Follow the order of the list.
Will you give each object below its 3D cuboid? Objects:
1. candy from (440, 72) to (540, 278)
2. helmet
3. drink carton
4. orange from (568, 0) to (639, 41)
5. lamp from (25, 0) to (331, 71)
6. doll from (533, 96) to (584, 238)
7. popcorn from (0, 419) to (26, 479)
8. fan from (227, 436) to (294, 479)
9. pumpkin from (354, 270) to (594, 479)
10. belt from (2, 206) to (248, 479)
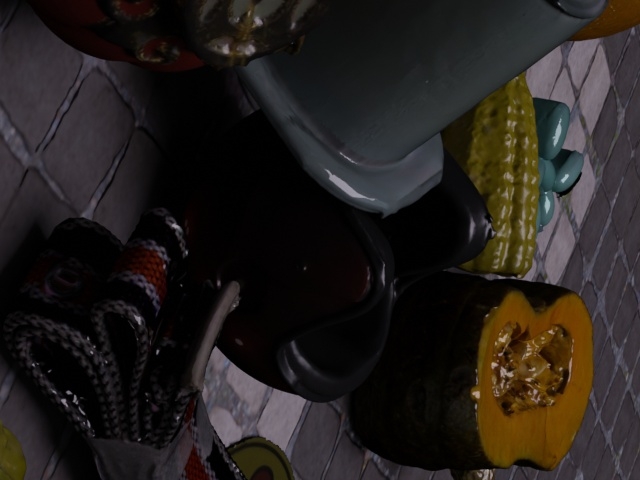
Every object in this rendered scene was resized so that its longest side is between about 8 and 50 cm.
[{"bbox_3d":[0.149,-0.068,1.645,0.094,0.106,0.199,19,79,-82],"label":"candy"},{"bbox_3d":[0.000,0.000,1.247,0.189,0.193,0.216,-23,121,-58],"label":"helmet"},{"bbox_3d":[0.069,-0.146,1.150,0.191,0.189,0.185,57,27,4],"label":"drink carton"},{"bbox_3d":[0.205,-0.273,1.503,0.236,0.236,0.236,-41,137,-52],"label":"orange"},{"bbox_3d":[-0.073,-0.199,0.994,0.227,0.226,0.227,-41,137,-52],"label":"lamp"},{"bbox_3d":[0.208,-0.059,1.820,0.159,0.059,0.159,-69,156,-17],"label":"doll"},{"bbox_3d":[-0.248,0.148,0.796,0.251,0.205,0.237,-50,148,-28],"label":"popcorn"},{"bbox_3d":[-0.055,0.259,1.483,0.335,0.011,0.230,-18,118,-60],"label":"fan"},{"bbox_3d":[0.144,0.142,1.693,0.317,0.139,0.222,8,93,-66],"label":"pumpkin"},{"bbox_3d":[-0.108,0.126,1.188,0.360,0.126,0.094,84,21,-48],"label":"belt"}]
